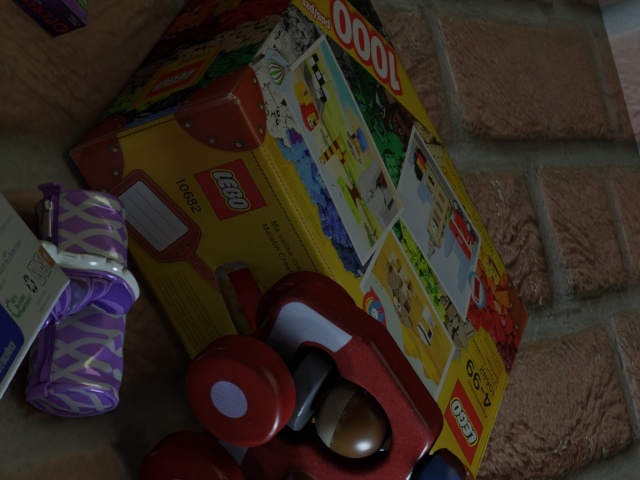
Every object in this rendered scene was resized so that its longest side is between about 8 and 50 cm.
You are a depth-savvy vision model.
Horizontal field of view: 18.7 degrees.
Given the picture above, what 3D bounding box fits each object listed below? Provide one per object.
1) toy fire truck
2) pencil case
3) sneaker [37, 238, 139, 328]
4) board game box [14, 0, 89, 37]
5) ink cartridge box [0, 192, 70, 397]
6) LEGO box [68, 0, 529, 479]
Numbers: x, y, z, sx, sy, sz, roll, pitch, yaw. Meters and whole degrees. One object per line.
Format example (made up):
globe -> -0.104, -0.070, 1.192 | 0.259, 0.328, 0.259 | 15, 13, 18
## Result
toy fire truck -> 0.001, 0.190, 1.760 | 0.254, 0.302, 0.169 | 34, 36, 10
pencil case -> -0.213, 0.051, 1.690 | 0.088, 0.086, 0.206 | 38, 44, -55
sneaker -> -0.217, 0.043, 1.586 | 0.170, 0.068, 0.071 | 17, 74, -53
board game box -> -0.281, -0.390, 1.861 | 0.208, 0.056, 0.347 | 40, 42, -41
ink cartridge box -> -0.308, -0.028, 1.305 | 0.307, 0.072, 0.303 | 51, 15, -12
LEGO box -> 0.000, 0.000, 2.002 | 0.500, 0.193, 0.372 | 61, 29, -22
